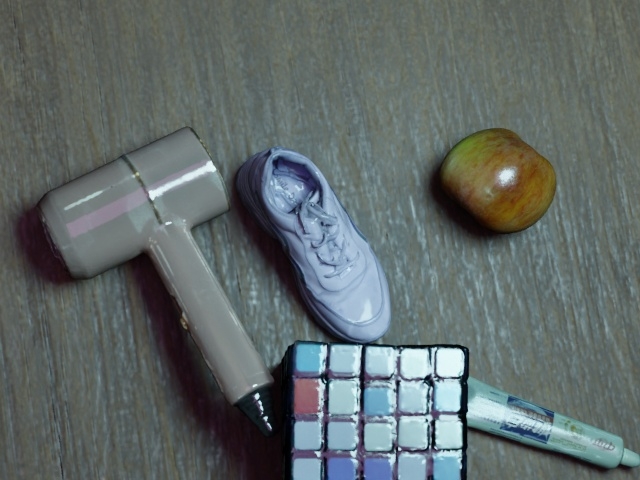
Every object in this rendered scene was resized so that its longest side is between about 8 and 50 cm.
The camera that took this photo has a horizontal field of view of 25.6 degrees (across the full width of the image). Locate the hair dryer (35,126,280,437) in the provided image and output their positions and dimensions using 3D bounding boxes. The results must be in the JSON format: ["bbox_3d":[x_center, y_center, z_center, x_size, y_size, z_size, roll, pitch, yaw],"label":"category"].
[{"bbox_3d":[-0.142,0.060,1.455,0.189,0.106,0.344,-27,70,-12],"label":"hair dryer"}]

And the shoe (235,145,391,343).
[{"bbox_3d":[0.000,0.000,1.506,0.095,0.137,0.245,-34,87,-8],"label":"shoe"}]

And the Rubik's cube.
[{"bbox_3d":[0.050,0.203,1.449,0.184,0.182,0.187,2,79,-3],"label":"Rubik's cube"}]

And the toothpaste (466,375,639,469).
[{"bbox_3d":[0.245,0.207,1.562,0.233,0.038,0.060,19,75,-2],"label":"toothpaste"}]

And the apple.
[{"bbox_3d":[0.196,-0.067,1.554,0.126,0.126,0.102,39,97,-1],"label":"apple"}]
